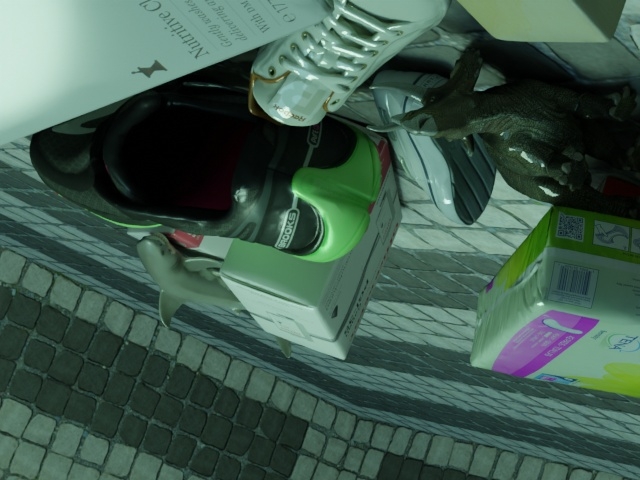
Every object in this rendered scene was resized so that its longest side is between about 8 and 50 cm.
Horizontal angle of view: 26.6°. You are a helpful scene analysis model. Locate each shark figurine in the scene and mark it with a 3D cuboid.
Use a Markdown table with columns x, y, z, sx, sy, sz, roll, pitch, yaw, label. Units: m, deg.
| x | y | z | sx | sy | sz | roll | pitch | yaw | label |
| --- | --- | --- | --- | --- | --- | --- | --- | --- | --- |
| -0.176 | 0.086 | 1.984 | 0.278 | 0.116 | 0.166 | 29 | 165 | -23 | shark figurine |

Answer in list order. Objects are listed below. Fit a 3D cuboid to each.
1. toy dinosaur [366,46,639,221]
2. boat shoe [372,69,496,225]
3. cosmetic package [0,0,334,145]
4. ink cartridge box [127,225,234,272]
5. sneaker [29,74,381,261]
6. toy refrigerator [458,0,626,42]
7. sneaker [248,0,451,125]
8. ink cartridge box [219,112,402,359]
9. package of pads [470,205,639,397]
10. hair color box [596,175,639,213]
| x | y | z | sx | sy | sz | roll | pitch | yaw | label |
| --- | --- | --- | --- | --- | --- | --- | --- | --- | --- |
| 0.196 | -0.081 | 1.172 | 0.160 | 0.121 | 0.313 | 26 | 179 | 40 | toy dinosaur |
| 0.110 | -0.096 | 1.292 | 0.076 | 0.083 | 0.226 | 27 | 160 | 29 | boat shoe |
| -0.216 | -0.182 | 0.861 | 0.385 | 0.156 | 0.217 | -21 | 151 | 19 | cosmetic package |
| -0.155 | -0.005 | 2.031 | 0.218 | 0.092 | 0.158 | 27 | 166 | -32 | ink cartridge box |
| -0.153 | -0.100 | 1.362 | 0.483 | 0.185 | 0.202 | 8 | 171 | 45 | sneaker |
| 0.076 | -0.219 | 0.743 | 0.094 | 0.102 | 0.269 | 9 | 164 | 42 | toy refrigerator |
| 0.016 | -0.151 | 1.079 | 0.106 | 0.123 | 0.290 | 26 | 165 | -14 | sneaker |
| 0.000 | 0.000 | 1.538 | 0.117 | 0.207 | 0.283 | 20 | 168 | 13 | ink cartridge box |
| 0.277 | 0.070 | 1.222 | 0.229 | 0.101 | 0.296 | 11 | 164 | -2 | package of pads |
| 0.282 | 0.005 | 1.371 | 0.053 | 0.093 | 0.167 | 20 | 167 | 5 | hair color box |
